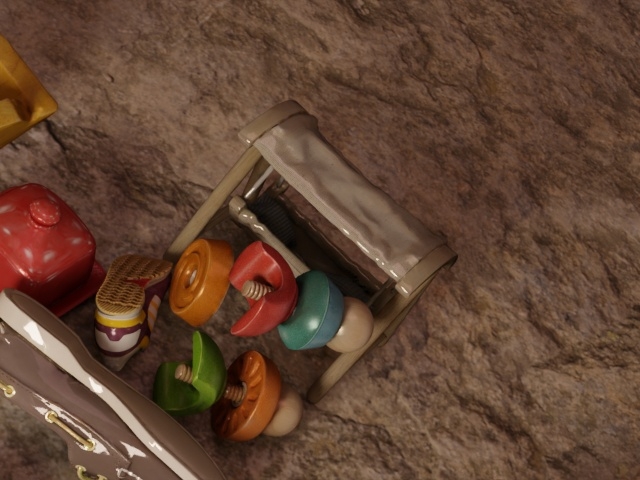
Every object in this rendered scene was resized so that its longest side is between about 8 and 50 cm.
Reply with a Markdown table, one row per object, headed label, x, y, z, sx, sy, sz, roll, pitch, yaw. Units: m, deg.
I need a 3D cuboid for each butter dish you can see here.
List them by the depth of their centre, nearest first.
| label | x | y | z | sx | sy | sz | roll | pitch | yaw |
| --- | --- | --- | --- | --- | --- | --- | --- | --- | --- |
| butter dish | -0.312 | -0.002 | 1.863 | 0.160 | 0.118 | 0.160 | 46 | 45 | 9 |

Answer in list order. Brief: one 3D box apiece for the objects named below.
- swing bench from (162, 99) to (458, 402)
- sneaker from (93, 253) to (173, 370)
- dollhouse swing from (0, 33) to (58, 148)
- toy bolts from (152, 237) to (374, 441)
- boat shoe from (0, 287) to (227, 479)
| label | x | y | z | sx | sy | sz | roll | pitch | yaw |
| --- | --- | --- | --- | --- | --- | --- | --- | --- | --- |
| swing bench | 0.000 | 0.000 | 1.953 | 0.253 | 0.254 | 0.165 | 45 | 45 | 8 |
| sneaker | -0.211 | 0.077 | 1.906 | 0.070 | 0.083 | 0.185 | 11 | 21 | 8 |
| dollhouse swing | -0.526 | -0.181 | 1.775 | 0.347 | 0.315 | 0.305 | -24 | 90 | -41 |
| toy bolts | -0.052 | 0.089 | 1.865 | 0.158 | 0.228 | 0.218 | 22 | 49 | -28 |
| boat shoe | -0.231 | 0.188 | 1.776 | 0.324 | 0.096 | 0.116 | 41 | 4 | 0 |
